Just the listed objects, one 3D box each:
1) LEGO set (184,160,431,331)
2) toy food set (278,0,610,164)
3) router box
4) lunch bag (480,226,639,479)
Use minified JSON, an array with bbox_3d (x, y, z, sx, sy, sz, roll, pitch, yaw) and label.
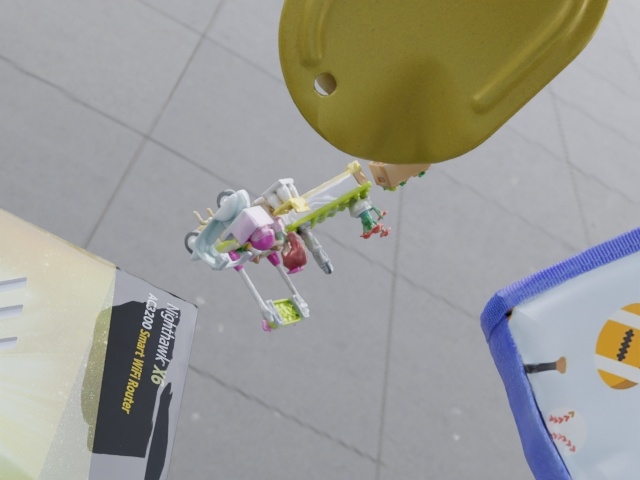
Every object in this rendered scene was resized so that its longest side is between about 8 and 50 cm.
[{"bbox_3d":[0.000,0.000,0.971,0.287,0.132,0.107,-20,74,-48],"label":"LEGO set"},{"bbox_3d":[0.076,-0.135,0.559,0.128,0.218,0.071,47,9,-9],"label":"toy food set"},{"bbox_3d":[-0.209,0.107,0.621,0.243,0.081,0.309,28,33,-18],"label":"router box"},{"bbox_3d":[0.323,0.143,0.684,0.385,0.239,0.328,-7,59,-21],"label":"lunch bag"}]
